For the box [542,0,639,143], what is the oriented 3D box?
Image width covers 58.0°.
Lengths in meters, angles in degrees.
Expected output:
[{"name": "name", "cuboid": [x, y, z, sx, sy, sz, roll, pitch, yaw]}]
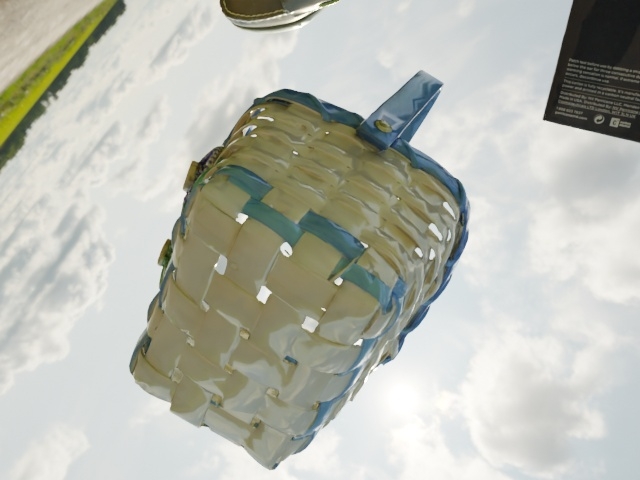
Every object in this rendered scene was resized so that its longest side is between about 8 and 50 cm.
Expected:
[{"name": "box", "cuboid": [0.488, -0.343, 0.836, 0.179, 0.312, 0.343, 22, -145, 26]}]

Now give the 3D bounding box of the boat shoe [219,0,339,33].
[{"name": "boat shoe", "cuboid": [-0.001, -0.332, 0.687, 0.305, 0.109, 0.091, -11, -171, 25]}]

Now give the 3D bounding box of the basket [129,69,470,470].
[{"name": "basket", "cuboid": [0.000, 0.000, 0.457, 0.289, 0.201, 0.255, -42, 163, -57]}]
